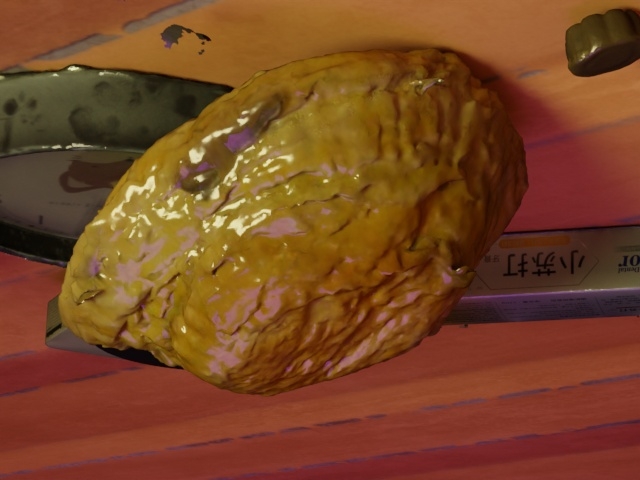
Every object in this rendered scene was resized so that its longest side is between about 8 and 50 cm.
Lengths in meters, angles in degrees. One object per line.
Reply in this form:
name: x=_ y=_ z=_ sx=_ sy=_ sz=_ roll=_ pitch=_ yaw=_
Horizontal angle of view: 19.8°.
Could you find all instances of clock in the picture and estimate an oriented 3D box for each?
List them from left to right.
clock: x=-0.162 y=-0.049 z=1.507 sx=0.325 sy=0.067 sz=0.325 roll=2 pitch=161 yaw=1

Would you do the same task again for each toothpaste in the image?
toothpaste: x=0.206 y=0.035 z=1.705 sx=0.312 sy=0.071 sz=0.089 roll=-3 pitch=158 yaw=17

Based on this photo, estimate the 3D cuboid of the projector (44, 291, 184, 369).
projector: x=-0.114 y=0.068 z=1.823 sx=0.259 sy=0.079 sz=0.257 roll=12 pitch=160 yaw=-24

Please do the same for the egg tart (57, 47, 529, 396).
egg tart: x=0.000 y=0.000 z=1.360 sx=0.351 sy=0.153 sz=0.339 roll=5 pitch=140 yaw=-39

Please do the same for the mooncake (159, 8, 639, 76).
mooncake: x=0.045 y=-0.139 z=1.228 sx=0.346 sy=0.057 sz=0.150 roll=14 pitch=146 yaw=-22
